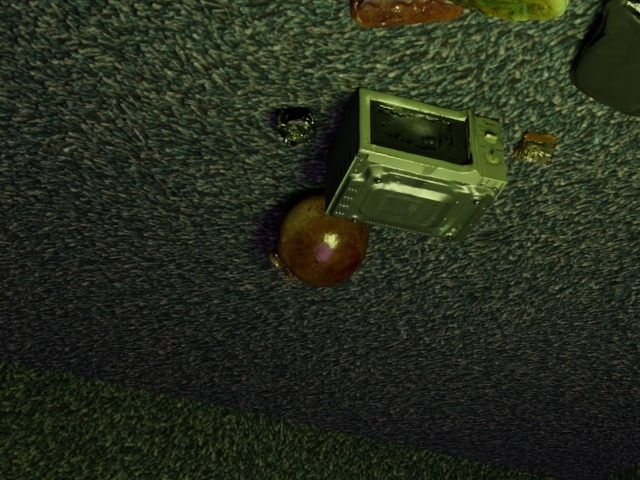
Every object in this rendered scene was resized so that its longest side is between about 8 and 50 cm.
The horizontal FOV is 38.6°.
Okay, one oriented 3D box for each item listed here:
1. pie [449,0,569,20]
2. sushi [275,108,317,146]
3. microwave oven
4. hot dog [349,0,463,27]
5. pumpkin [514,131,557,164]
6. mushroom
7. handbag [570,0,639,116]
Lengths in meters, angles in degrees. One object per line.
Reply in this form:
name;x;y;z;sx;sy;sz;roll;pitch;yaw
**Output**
pie;0.295;-0.448;1.589;0.277;0.078;0.277;15;-176;-1
sushi;-0.054;-0.264;2.111;0.083;0.056;0.084;-12;142;6
microwave oven;0.213;-0.156;2.112;0.355;0.218;0.286;11;142;-14
hot dog;0.169;-0.477;1.766;0.227;0.099;0.160;0;144;-2
pumpkin;0.509;-0.216;2.161;0.083;0.054;0.074;8;140;-1
mushroom;-0.004;0.012;2.373;0.283;0.195;0.263;-28;141;34
handbag;0.627;-0.371;1.833;0.192;0.075;0.332;30;160;10
